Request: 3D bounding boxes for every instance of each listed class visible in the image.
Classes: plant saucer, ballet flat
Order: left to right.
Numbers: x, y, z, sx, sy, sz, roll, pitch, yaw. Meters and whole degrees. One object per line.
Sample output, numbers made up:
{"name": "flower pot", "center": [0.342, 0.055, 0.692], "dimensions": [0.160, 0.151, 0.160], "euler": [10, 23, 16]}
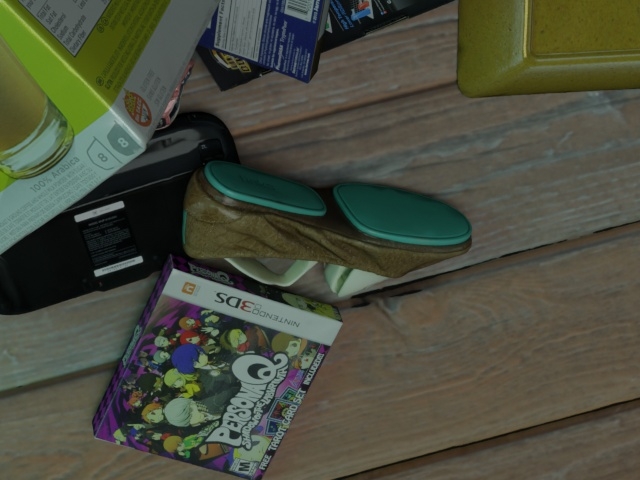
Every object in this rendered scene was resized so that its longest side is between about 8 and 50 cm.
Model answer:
{"name": "ballet flat", "center": [0.000, 0.000, 1.626], "dimensions": [0.342, 0.116, 0.124], "euler": [7, 124, -31]}
{"name": "plant saucer", "center": [0.319, -0.313, 1.607], "dimensions": [0.332, 0.081, 0.333], "euler": [-4, 110, -9]}

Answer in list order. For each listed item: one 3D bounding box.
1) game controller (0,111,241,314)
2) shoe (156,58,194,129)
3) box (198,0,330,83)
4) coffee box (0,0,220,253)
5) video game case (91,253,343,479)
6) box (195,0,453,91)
{"name": "game controller", "center": [-0.235, -0.025, 1.615], "dimensions": [0.319, 0.067, 0.166], "euler": [-17, 126, -5]}
{"name": "shoe", "center": [-0.197, -0.126, 1.542], "dimensions": [0.081, 0.063, 0.178], "euler": [24, 76, 1]}
{"name": "box", "center": [-0.100, -0.250, 1.463], "dimensions": [0.225, 0.036, 0.136], "euler": [19, 130, 9]}
{"name": "coffee box", "center": [-0.329, -0.206, 1.313], "dimensions": [0.337, 0.338, 0.334], "euler": [-31, 115, 31]}
{"name": "video game case", "center": [-0.116, 0.148, 1.682], "dimensions": [0.210, 0.042, 0.232], "euler": [19, 111, -21]}
{"name": "box", "center": [-0.049, -0.319, 1.458], "dimensions": [0.293, 0.073, 0.295], "euler": [-18, 116, 34]}
